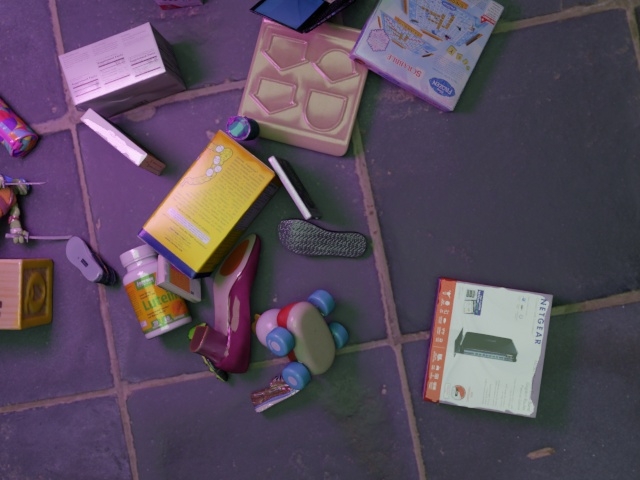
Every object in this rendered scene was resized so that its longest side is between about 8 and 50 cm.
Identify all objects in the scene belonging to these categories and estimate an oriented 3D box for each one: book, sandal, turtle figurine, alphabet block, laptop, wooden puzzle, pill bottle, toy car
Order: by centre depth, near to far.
[{"bbox_3d":[-0.013,-0.660,1.819,0.264,0.234,0.136,-22,115,36],"label":"laptop"},{"bbox_3d":[-0.091,0.263,1.869,0.238,0.219,0.210,-3,118,43],"label":"toy car"},{"bbox_3d":[-0.881,-0.073,1.875,0.275,0.197,0.266,40,58,12],"label":"turtle figurine"},{"bbox_3d":[-0.385,0.103,1.877,0.035,0.144,0.096,-27,51,26],"label":"book"},{"bbox_3d":[-0.463,0.138,1.897,0.137,0.136,0.245,-24,87,3],"label":"pill bottle"},{"bbox_3d":[-0.881,0.145,1.905,0.197,0.192,0.193,0,91,4],"label":"alphabet block"},{"bbox_3d":[-0.040,-0.436,1.914,0.322,0.080,0.347,15,94,5],"label":"wooden puzzle"},{"bbox_3d":[0.000,0.001,1.915,0.255,0.054,0.097,13,97,-5],"label":"sandal"}]

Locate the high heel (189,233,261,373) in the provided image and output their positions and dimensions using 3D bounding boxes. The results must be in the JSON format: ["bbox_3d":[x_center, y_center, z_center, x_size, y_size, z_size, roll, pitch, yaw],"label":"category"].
[{"bbox_3d":[-0.217,0.176,1.910,0.181,0.127,0.377,35,73,-34],"label":"high heel"}]

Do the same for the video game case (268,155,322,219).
[{"bbox_3d":[-0.065,-0.140,1.855,0.022,0.173,0.190,-33,87,9],"label":"video game case"}]

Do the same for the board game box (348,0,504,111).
[{"bbox_3d":[0.286,-0.563,1.849,0.319,0.066,0.317,27,90,-12],"label":"board game box"}]

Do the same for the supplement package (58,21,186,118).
[{"bbox_3d":[-0.538,-0.461,1.884,0.262,0.204,0.145,-19,88,4],"label":"supplement package"}]

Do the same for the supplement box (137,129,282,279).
[{"bbox_3d":[-0.290,-0.092,1.862,0.195,0.194,0.356,39,91,4],"label":"supplement box"}]

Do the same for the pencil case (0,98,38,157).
[{"bbox_3d":[-0.926,-0.346,1.965,0.236,0.104,0.104,42,92,3],"label":"pencil case"}]

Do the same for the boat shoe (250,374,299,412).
[{"bbox_3d":[-0.113,0.410,1.900,0.183,0.066,0.066,-30,85,3],"label":"boat shoe"}]

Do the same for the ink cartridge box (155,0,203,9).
[{"bbox_3d":[-0.410,-0.736,1.894,0.128,0.176,0.127,-5,88,5],"label":"ink cartridge box"}]

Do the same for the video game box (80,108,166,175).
[{"bbox_3d":[-0.539,-0.268,1.889,0.205,0.187,0.048,38,92,4],"label":"video game box"}]

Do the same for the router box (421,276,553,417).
[{"bbox_3d":[0.446,0.284,1.852,0.301,0.082,0.335,8,89,5],"label":"router box"}]

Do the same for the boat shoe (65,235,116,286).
[{"bbox_3d":[-0.657,0.065,1.956,0.065,0.083,0.183,-46,59,2],"label":"boat shoe"}]

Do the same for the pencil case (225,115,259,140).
[{"bbox_3d":[-0.205,-0.299,1.823,0.065,0.151,0.070,-31,94,7],"label":"pencil case"}]

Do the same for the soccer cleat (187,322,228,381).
[{"bbox_3d":[-0.303,0.314,1.923,0.072,0.060,0.178,-34,86,-10],"label":"soccer cleat"}]
